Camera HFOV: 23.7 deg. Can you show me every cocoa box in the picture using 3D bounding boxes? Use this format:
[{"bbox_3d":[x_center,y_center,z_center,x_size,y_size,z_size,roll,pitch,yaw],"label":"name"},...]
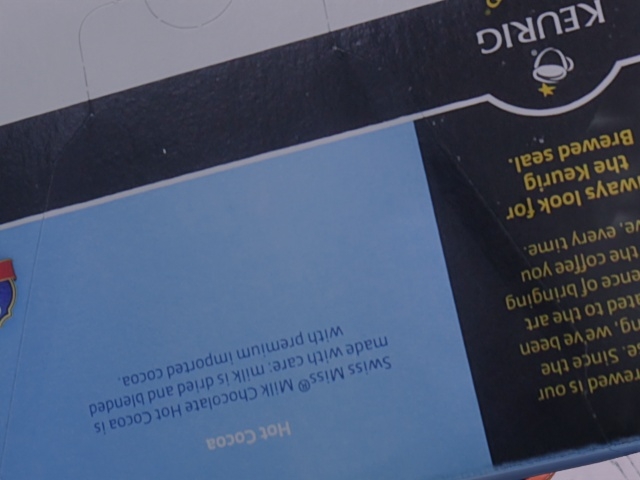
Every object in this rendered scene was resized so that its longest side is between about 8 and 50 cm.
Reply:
[{"bbox_3d":[0.000,0.000,0.646,0.347,0.231,0.228,-14,81,14],"label":"cocoa box"}]

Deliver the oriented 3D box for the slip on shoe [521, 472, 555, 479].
[{"bbox_3d":[0.065,-0.015,0.806,0.123,0.101,0.331,-12,88,-11],"label":"slip on shoe"}]
